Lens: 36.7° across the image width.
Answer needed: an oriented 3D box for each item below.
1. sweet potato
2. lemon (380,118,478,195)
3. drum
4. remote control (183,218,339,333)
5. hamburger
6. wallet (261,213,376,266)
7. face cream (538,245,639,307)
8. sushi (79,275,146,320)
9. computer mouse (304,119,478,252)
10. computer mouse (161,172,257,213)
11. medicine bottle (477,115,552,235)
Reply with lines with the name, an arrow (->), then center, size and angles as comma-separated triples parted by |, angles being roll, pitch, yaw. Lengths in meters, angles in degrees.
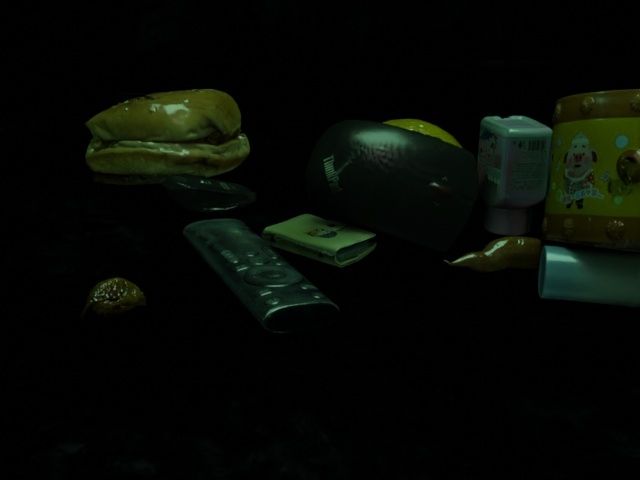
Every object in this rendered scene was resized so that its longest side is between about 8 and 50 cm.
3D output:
sweet potato -> 0.274, 0.022, 1.453 | 0.195, 0.056, 0.056 | -9, 21, -19
lemon -> 0.152, -0.117, 1.652 | 0.244, 0.186, 0.187 | 16, 22, 14
drum -> 0.537, -0.086, 1.396 | 0.431, 0.214, 0.431 | 4, 3, 0
remote control -> -0.096, 0.040, 1.377 | 0.107, 0.044, 0.377 | -10, 21, -21
hamburger -> -0.305, -0.204, 1.903 | 0.284, 0.174, 0.304 | -5, 9, 18
wallet -> 0.000, 0.000, 1.510 | 0.155, 0.039, 0.110 | 17, 27, 39
face cream -> 0.431, 0.054, 1.329 | 0.250, 0.077, 0.077 | 6, 19, 6
sushi -> -0.267, 0.076, 1.246 | 0.099, 0.047, 0.050 | 1, 59, -41
computer mouse -> 0.112, -0.094, 1.508 | 0.269, 0.170, 0.100 | 17, -1, -1
computer mouse -> -0.197, -0.076, 1.698 | 0.172, 0.057, 0.099 | 8, 14, -19
medicine bottle -> 0.322, -0.108, 1.627 | 0.094, 0.188, 0.119 | -3, 19, -15
